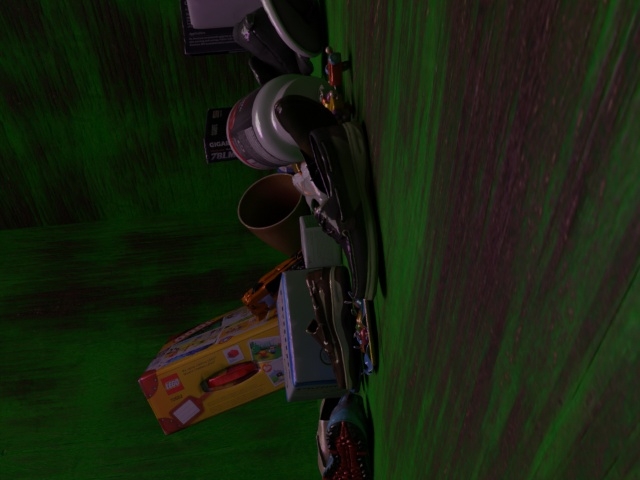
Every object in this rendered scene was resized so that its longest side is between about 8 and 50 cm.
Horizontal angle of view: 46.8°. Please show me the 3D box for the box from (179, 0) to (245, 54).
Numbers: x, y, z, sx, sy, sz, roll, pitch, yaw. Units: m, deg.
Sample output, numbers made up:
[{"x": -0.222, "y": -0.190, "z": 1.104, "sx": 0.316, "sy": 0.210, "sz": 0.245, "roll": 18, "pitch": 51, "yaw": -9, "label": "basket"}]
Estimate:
[{"x": -0.217, "y": -0.683, "z": 2.045, "sx": 0.179, "sy": 0.343, "sz": 0.313, "roll": -111, "pitch": 16, "yaw": -77, "label": "box"}]

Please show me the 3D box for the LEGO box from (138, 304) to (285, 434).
[{"x": -0.241, "y": 0.340, "z": 2.233, "sx": 0.372, "sy": 0.500, "sz": 0.193, "roll": -78, "pitch": -36, "yaw": -78, "label": "LEGO box"}]

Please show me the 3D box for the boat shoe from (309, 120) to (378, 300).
[{"x": 0.035, "y": -0.045, "z": 1.150, "sx": 0.103, "sy": 0.092, "sz": 0.285, "roll": 108, "pitch": 157, "yaw": -80, "label": "boat shoe"}]

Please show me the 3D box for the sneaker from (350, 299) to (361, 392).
[{"x": 0.040, "y": 0.216, "z": 1.548, "sx": 0.069, "sy": 0.082, "sz": 0.209, "roll": 159, "pitch": 104, "yaw": -84, "label": "sneaker"}]

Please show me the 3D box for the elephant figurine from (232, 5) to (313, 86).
[{"x": -0.078, "y": -0.410, "z": 1.661, "sx": 0.169, "sy": 0.186, "sz": 0.239, "roll": -6, "pitch": 120, "yaw": 57, "label": "elephant figurine"}]

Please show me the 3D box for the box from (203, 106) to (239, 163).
[{"x": -0.138, "y": -0.278, "z": 1.846, "sx": 0.295, "sy": 0.293, "sz": 0.073, "roll": -104, "pitch": 10, "yaw": -67, "label": "box"}]

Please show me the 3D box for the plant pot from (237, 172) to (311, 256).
[{"x": -0.119, "y": -0.060, "z": 2.539, "sx": 0.254, "sy": 0.237, "sz": 0.237, "roll": 56, "pitch": -162, "yaw": -45, "label": "plant pot"}]

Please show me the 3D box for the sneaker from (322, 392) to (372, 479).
[{"x": 0.067, "y": 0.423, "z": 1.545, "sx": 0.125, "sy": 0.104, "sz": 0.262, "roll": -74, "pitch": -10, "yaw": -49, "label": "sneaker"}]

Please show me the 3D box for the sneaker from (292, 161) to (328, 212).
[{"x": -0.005, "y": -0.105, "z": 1.660, "sx": 0.262, "sy": 0.099, "sz": 0.121, "roll": 112, "pitch": 148, "yaw": -84, "label": "sneaker"}]

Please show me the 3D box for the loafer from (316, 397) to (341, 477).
[{"x": 0.034, "y": 0.488, "z": 1.853, "sx": 0.269, "sy": 0.101, "sz": 0.092, "roll": -100, "pitch": 0, "yaw": -52, "label": "loafer"}]

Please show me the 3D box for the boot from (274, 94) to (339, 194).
[{"x": 0.004, "y": -0.149, "z": 1.221, "sx": 0.219, "sy": 0.082, "sz": 0.106, "roll": 37, "pitch": -149, "yaw": -49, "label": "boot"}]

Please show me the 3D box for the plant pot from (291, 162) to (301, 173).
[{"x": -0.024, "y": -0.183, "z": 1.928, "sx": 0.081, "sy": 0.081, "sz": 0.083, "roll": 101, "pitch": 150, "yaw": -76, "label": "plant pot"}]

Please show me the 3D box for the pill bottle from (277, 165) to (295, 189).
[{"x": -0.096, "y": -0.241, "z": 2.572, "sx": 0.187, "sy": 0.111, "sz": 0.112, "roll": 89, "pitch": 174, "yaw": -51, "label": "pill bottle"}]

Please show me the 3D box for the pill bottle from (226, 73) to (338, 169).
[{"x": -0.073, "y": -0.245, "z": 1.530, "sx": 0.318, "sy": 0.176, "sz": 0.176, "roll": -178, "pitch": 82, "yaw": -68, "label": "pill bottle"}]

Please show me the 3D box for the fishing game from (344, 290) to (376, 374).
[{"x": 0.069, "y": 0.151, "z": 1.334, "sx": 0.264, "sy": 0.041, "sz": 0.189, "roll": -120, "pitch": 24, "yaw": -86, "label": "fishing game"}]

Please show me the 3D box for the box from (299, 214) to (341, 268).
[{"x": 0.000, "y": 0.000, "z": 1.744, "sx": 0.101, "sy": 0.087, "sz": 0.102, "roll": -107, "pitch": 13, "yaw": -69, "label": "box"}]

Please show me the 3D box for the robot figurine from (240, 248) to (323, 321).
[{"x": -0.094, "y": 0.108, "z": 2.135, "sx": 0.085, "sy": 0.291, "sz": 0.211, "roll": 54, "pitch": 173, "yaw": -10, "label": "robot figurine"}]

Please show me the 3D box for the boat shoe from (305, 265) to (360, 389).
[{"x": 0.020, "y": 0.173, "z": 1.458, "sx": 0.095, "sy": 0.095, "sz": 0.258, "roll": -52, "pitch": -43, "yaw": -72, "label": "boat shoe"}]

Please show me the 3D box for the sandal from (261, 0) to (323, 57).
[{"x": -0.059, "y": -0.596, "z": 1.571, "sx": 0.102, "sy": 0.169, "sz": 0.417, "roll": -21, "pitch": 78, "yaw": 43, "label": "sandal"}]

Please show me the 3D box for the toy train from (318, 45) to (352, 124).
[{"x": 0.030, "y": -0.257, "z": 1.295, "sx": 0.166, "sy": 0.046, "sz": 0.125, "roll": 116, "pitch": 149, "yaw": -77, "label": "toy train"}]

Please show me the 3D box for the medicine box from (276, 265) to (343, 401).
[{"x": -0.015, "y": 0.231, "z": 1.768, "sx": 0.289, "sy": 0.149, "sz": 0.264, "roll": 104, "pitch": 159, "yaw": -69, "label": "medicine box"}]

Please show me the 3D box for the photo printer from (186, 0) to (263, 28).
[{"x": -0.179, "y": -0.614, "z": 1.838, "sx": 0.256, "sy": 0.307, "sz": 0.107, "roll": 166, "pitch": 97, "yaw": -83, "label": "photo printer"}]
